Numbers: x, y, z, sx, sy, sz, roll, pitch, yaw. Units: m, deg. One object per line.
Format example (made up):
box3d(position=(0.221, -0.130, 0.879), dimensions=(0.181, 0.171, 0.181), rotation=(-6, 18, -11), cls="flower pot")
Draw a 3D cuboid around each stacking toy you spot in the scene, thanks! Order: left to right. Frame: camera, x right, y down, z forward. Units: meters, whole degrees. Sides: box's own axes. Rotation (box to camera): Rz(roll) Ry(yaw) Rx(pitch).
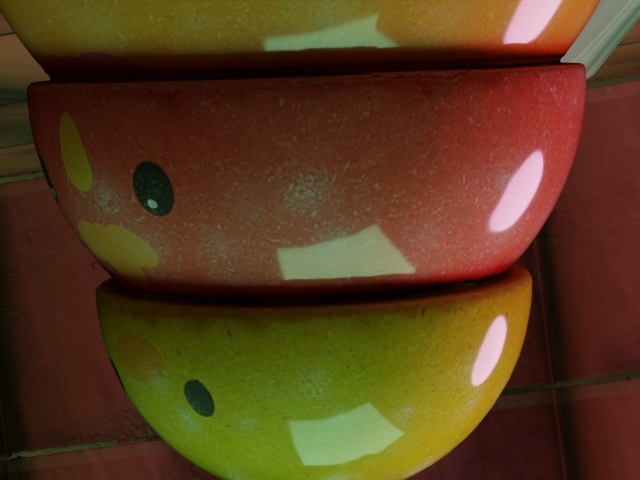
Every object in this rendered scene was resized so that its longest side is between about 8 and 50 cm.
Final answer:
box3d(position=(0.000, 0.000, 0.847), dimensions=(0.351, 0.480, 0.350), rotation=(-3, -176, 0), cls="stacking toy")

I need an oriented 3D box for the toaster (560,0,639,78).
box3d(position=(0.123, -0.186, 1.161), dimensions=(0.227, 0.129, 0.146), rotation=(-1, 151, -32), cls="toaster")
